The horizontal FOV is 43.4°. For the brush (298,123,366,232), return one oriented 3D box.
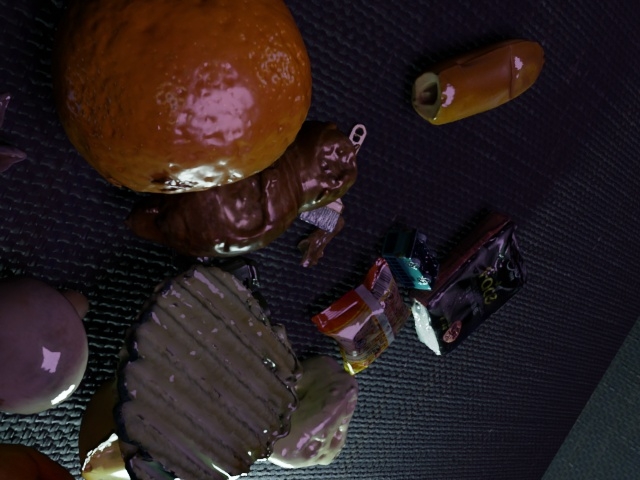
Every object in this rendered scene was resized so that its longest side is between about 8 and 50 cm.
[{"bbox_3d":[0.036,-0.125,1.562,0.082,0.010,0.218,23,97,-26],"label":"brush"}]

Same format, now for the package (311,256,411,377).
[{"bbox_3d":[0.105,0.184,1.787,0.223,0.108,0.288,-45,142,-10],"label":"package"}]

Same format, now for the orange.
[{"bbox_3d":[-0.181,-0.226,1.052,0.340,0.340,0.293,-23,122,-32],"label":"orange"}]

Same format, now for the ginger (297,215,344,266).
[{"bbox_3d":[-0.003,-0.003,1.603,0.137,0.057,0.044,-51,-176,-17],"label":"ginger"}]

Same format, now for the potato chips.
[{"bbox_3d":[-0.190,0.251,1.325,0.358,0.070,0.429,-53,134,-20],"label":"potato chips"}]

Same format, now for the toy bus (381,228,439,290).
[{"bbox_3d":[0.202,0.044,1.794,0.160,0.091,0.079,50,50,-49],"label":"toy bus"}]

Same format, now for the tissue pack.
[{"bbox_3d":[0.366,0.107,1.977,0.332,0.123,0.245,-41,141,-16],"label":"tissue pack"}]

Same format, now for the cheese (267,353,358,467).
[{"bbox_3d":[-0.050,0.408,1.744,0.247,0.173,0.251,-24,136,-33],"label":"cheese"}]

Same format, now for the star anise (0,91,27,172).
[{"bbox_3d":[-0.476,-0.129,1.028,0.197,0.073,0.212,-44,142,-8],"label":"star anise"}]

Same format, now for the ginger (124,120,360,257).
[{"bbox_3d":[-0.127,-0.082,1.269,0.357,0.274,0.153,-31,114,-30],"label":"ginger"}]

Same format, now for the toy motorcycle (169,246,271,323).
[{"bbox_3d":[-0.173,0.110,1.443,0.205,0.127,0.275,-23,127,-39],"label":"toy motorcycle"}]

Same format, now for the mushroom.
[{"bbox_3d":[-0.428,0.141,1.197,0.215,0.207,0.207,-53,157,-62],"label":"mushroom"}]

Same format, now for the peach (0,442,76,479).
[{"bbox_3d":[-0.509,0.466,1.215,0.301,0.343,0.343,-35,139,4],"label":"peach"}]

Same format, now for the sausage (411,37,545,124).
[{"bbox_3d":[0.334,-0.334,1.650,0.353,0.116,0.134,-23,116,-36],"label":"sausage"}]

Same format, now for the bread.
[{"bbox_3d":[-0.321,0.319,1.426,0.262,0.163,0.204,-46,146,23],"label":"bread"}]
